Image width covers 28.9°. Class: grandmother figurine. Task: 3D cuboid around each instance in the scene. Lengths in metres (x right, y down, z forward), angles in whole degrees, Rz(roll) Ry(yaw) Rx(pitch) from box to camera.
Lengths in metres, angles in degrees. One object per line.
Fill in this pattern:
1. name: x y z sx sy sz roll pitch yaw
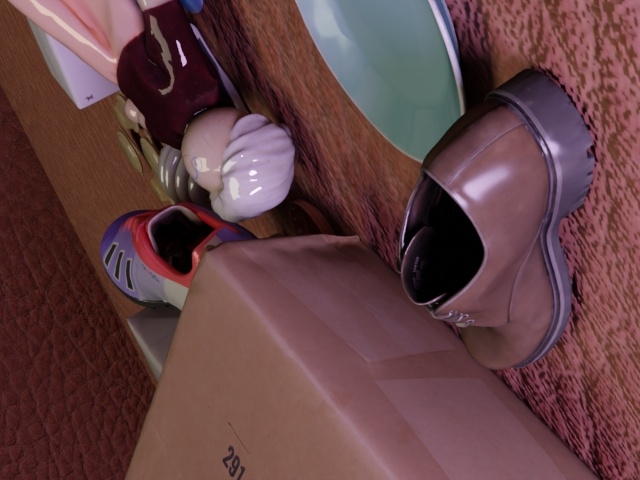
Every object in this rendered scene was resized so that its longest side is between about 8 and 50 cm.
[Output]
1. grandmother figurine: -0.146 -0.148 1.027 0.342 0.104 0.208 47 166 17

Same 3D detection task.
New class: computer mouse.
1. computer mouse: -0.124 -0.163 1.115 0.193 0.042 0.106 58 165 7

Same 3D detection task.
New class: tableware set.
1. tableware set: -0.228 -0.114 1.615 0.141 0.020 0.169 53 163 19

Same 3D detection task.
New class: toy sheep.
1. toy sheep: -0.114 -0.071 1.183 0.132 0.091 0.091 32 150 51

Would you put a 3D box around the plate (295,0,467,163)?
1. plate: 0.031 -0.129 0.692 0.188 0.024 0.188 54 165 21

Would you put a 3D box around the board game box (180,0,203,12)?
1. board game box: -0.129 -0.258 0.971 0.133 0.033 0.169 42 164 44

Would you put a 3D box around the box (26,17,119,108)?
1. box: -0.235 -0.212 1.277 0.087 0.102 0.101 48 161 45

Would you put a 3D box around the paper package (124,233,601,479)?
1. paper package: 0.009 0.208 0.886 0.325 0.168 0.310 46 124 43

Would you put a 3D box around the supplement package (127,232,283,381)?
1. supplement package: -0.033 0.178 1.205 0.175 0.177 0.293 40 156 53

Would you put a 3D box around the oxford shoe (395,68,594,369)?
1. oxford shoe: 0.080 0.010 0.661 0.083 0.096 0.227 48 163 33

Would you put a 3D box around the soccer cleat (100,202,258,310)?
1. soccer cleat: -0.127 0.005 1.105 0.318 0.108 0.116 24 153 56

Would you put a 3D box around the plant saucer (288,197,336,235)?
1. plant saucer: 0.000 0.000 1.073 0.083 0.013 0.083 53 165 21
